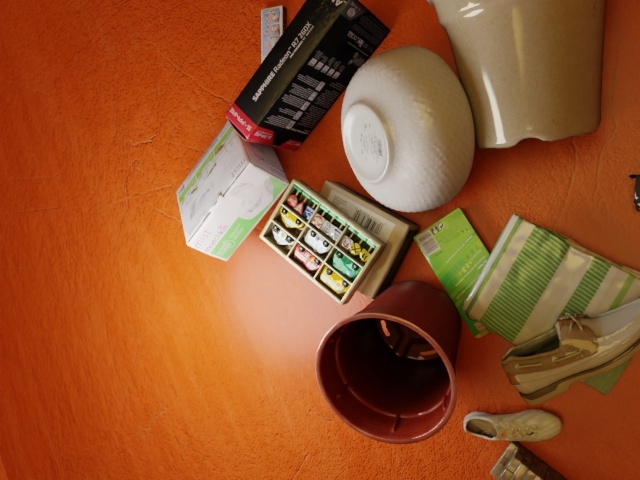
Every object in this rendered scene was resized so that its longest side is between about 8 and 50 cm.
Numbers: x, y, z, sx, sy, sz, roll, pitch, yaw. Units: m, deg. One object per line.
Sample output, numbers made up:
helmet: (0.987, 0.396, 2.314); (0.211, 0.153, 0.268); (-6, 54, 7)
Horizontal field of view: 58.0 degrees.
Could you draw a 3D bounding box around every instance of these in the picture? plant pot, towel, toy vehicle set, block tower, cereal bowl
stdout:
plant pot: (0.384, -0.336, 1.070); (0.334, 0.334, 0.305); (-5, 100, 27)
towel: (0.476, 0.121, 1.148); (0.325, 0.038, 0.248); (29, 105, 13)
toy vehicle set: (0.000, 0.000, 1.308); (0.267, 0.035, 0.166); (38, 108, 22)
block tower: (0.497, 0.548, 1.139); (0.335, 0.097, 0.091); (35, 106, 23)
cereal bowl: (0.144, -0.213, 1.174); (0.339, 0.141, 0.339); (41, 141, 46)
plant pot: (0.166, 0.218, 1.178); (0.272, 0.265, 0.272); (8, 111, 21)

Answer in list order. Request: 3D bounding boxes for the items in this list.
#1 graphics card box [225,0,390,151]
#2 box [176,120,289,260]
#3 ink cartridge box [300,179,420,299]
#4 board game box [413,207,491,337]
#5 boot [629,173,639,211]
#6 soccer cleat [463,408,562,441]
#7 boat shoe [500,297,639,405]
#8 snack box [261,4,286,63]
graphics card box: (-0.025, -0.378, 1.300); (0.094, 0.233, 0.371); (48, 111, 18)
box: (-0.224, -0.128, 1.409); (0.262, 0.127, 0.231); (-49, 39, 19)
ink cartridge box: (0.080, -0.004, 1.337); (0.234, 0.088, 0.193); (30, 103, 23)
board game box: (0.320, 0.070, 1.247); (0.124, 0.039, 0.259); (-35, 75, 23)
boot: (0.650, -0.036, 1.065); (0.137, 0.077, 0.198); (-3, 77, 31)
soccer cleat: (0.394, 0.388, 1.195); (0.196, 0.076, 0.068); (-7, 88, 26)
boat shoe: (0.479, 0.191, 1.077); (0.302, 0.113, 0.103); (-40, 89, 20)
snack box: (-0.118, -0.497, 1.460); (0.064, 0.022, 0.178); (1, 92, 28)
